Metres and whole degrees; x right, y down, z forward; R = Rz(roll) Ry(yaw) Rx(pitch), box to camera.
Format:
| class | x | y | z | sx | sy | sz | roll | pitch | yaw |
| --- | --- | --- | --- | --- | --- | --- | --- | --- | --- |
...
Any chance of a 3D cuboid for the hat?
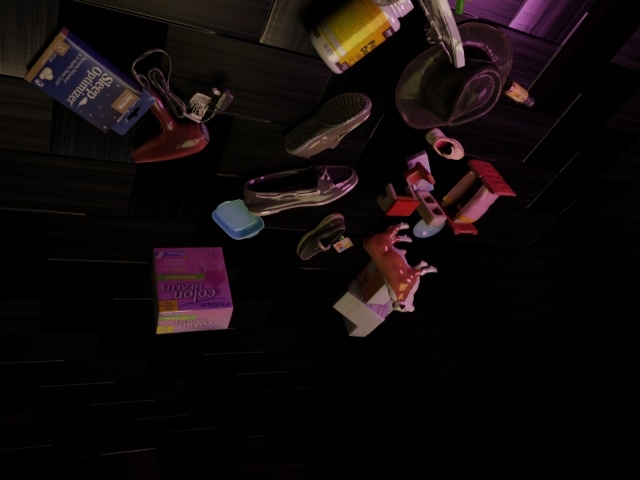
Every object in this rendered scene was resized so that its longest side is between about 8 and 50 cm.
| class | x | y | z | sx | sy | sz | roll | pitch | yaw |
| --- | --- | --- | --- | --- | --- | --- | --- | --- | --- |
| hat | 0.371 | -0.383 | 1.372 | 0.332 | 0.133 | 0.331 | -13 | 144 | -10 |

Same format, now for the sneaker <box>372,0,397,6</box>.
| class | x | y | z | sx | sy | sz | roll | pitch | yaw |
| --- | --- | --- | --- | --- | --- | --- | --- | --- | --- |
| sneaker | 0.162 | -0.577 | 1.036 | 0.083 | 0.118 | 0.222 | 17 | 125 | -36 |

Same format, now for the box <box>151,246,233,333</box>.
| class | x | y | z | sx | sy | sz | roll | pitch | yaw |
| --- | --- | --- | --- | --- | --- | --- | --- | --- | --- |
| box | -0.400 | 0.147 | 1.620 | 0.214 | 0.242 | 0.117 | 0 | 140 | -22 |

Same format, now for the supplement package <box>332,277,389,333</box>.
| class | x | y | z | sx | sy | sz | roll | pitch | yaw |
| --- | --- | --- | --- | --- | --- | --- | --- | --- | --- |
| supplement package | 0.158 | 0.254 | 2.044 | 0.179 | 0.105 | 0.105 | 39 | 123 | -4 |

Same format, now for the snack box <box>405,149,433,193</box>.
| class | x | y | z | sx | sy | sz | roll | pitch | yaw |
| --- | --- | --- | --- | --- | --- | --- | --- | --- | --- |
| snack box | 0.313 | -0.207 | 1.661 | 0.064 | 0.022 | 0.178 | -24 | 143 | 3 |

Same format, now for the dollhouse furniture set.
| class | x | y | z | sx | sy | sz | roll | pitch | yaw |
| --- | --- | --- | --- | --- | --- | --- | --- | --- | --- |
| dollhouse furniture set | 0.390 | -0.134 | 1.637 | 0.374 | 0.152 | 0.201 | -1 | 141 | -36 |

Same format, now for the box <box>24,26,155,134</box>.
| class | x | y | z | sx | sy | sz | roll | pitch | yaw |
| --- | --- | --- | --- | --- | --- | --- | --- | --- | --- |
| box | -0.481 | -0.322 | 1.122 | 0.136 | 0.036 | 0.225 | -37 | 129 | 23 |

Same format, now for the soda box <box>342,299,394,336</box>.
| class | x | y | z | sx | sy | sz | roll | pitch | yaw |
| --- | --- | --- | --- | --- | --- | --- | --- | --- | --- |
| soda box | 0.214 | 0.284 | 2.185 | 0.091 | 0.098 | 0.286 | 10 | 134 | -34 |

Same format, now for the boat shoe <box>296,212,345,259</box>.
| class | x | y | z | sx | sy | sz | roll | pitch | yaw |
| --- | --- | --- | --- | --- | --- | --- | --- | --- | --- |
| boat shoe | 0.001 | 0.000 | 1.747 | 0.080 | 0.073 | 0.223 | 17 | 130 | -38 |

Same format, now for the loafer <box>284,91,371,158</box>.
| class | x | y | z | sx | sy | sz | roll | pitch | yaw |
| --- | --- | --- | --- | --- | --- | --- | --- | --- | --- |
| loafer | 0.024 | -0.297 | 1.379 | 0.251 | 0.094 | 0.087 | -26 | 155 | 18 |

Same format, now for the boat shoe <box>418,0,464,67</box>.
| class | x | y | z | sx | sy | sz | roll | pitch | yaw |
| --- | --- | --- | --- | --- | --- | --- | --- | --- | --- |
| boat shoe | 0.272 | -0.493 | 1.216 | 0.070 | 0.077 | 0.219 | -21 | 122 | 17 |

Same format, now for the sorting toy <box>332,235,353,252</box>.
| class | x | y | z | sx | sy | sz | roll | pitch | yaw |
| --- | --- | --- | --- | --- | --- | --- | --- | --- | --- |
| sorting toy | 0.075 | 0.011 | 1.845 | 0.062 | 0.012 | 0.083 | -26 | 143 | 10 |

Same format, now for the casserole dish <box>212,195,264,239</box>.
| class | x | y | z | sx | sy | sz | roll | pitch | yaw |
| --- | --- | --- | --- | --- | --- | --- | --- | --- | --- |
| casserole dish | -0.247 | -0.072 | 1.580 | 0.114 | 0.036 | 0.188 | -25 | 142 | 9 |

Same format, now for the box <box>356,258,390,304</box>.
| class | x | y | z | sx | sy | sz | roll | pitch | yaw |
| --- | --- | --- | --- | --- | --- | --- | --- | --- | --- |
| box | 0.231 | 0.141 | 1.981 | 0.091 | 0.130 | 0.170 | 8 | 135 | -33 |

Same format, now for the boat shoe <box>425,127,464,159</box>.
| class | x | y | z | sx | sy | sz | roll | pitch | yaw |
| --- | --- | --- | --- | --- | --- | --- | --- | --- | --- |
| boat shoe | 0.376 | -0.273 | 1.574 | 0.170 | 0.059 | 0.063 | 19 | 129 | -40 |

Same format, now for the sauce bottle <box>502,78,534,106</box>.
| class | x | y | z | sx | sy | sz | roll | pitch | yaw |
| --- | --- | --- | --- | --- | --- | --- | --- | --- | --- |
| sauce bottle | 0.561 | -0.414 | 1.492 | 0.128 | 0.042 | 0.042 | 13 | 133 | -38 |

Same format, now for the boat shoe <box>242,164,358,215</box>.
| class | x | y | z | sx | sy | sz | roll | pitch | yaw |
| --- | --- | --- | --- | --- | --- | --- | --- | --- | --- |
| boat shoe | -0.055 | -0.157 | 1.489 | 0.336 | 0.112 | 0.095 | -16 | 140 | -6 |

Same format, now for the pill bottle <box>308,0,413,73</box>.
| class | x | y | z | sx | sy | sz | roll | pitch | yaw |
| --- | --- | --- | --- | --- | --- | --- | --- | --- | --- |
| pill bottle | 0.089 | -0.471 | 1.147 | 0.215 | 0.117 | 0.117 | -33 | 141 | 19 |

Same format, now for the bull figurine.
| class | x | y | z | sx | sy | sz | roll | pitch | yaw |
| --- | --- | --- | --- | --- | --- | --- | --- | --- | --- |
| bull figurine | 0.276 | 0.093 | 1.827 | 0.189 | 0.310 | 0.101 | -30 | 178 | -9 |

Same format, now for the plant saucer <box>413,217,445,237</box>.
| class | x | y | z | sx | sy | sz | roll | pitch | yaw |
| --- | --- | --- | --- | --- | --- | --- | --- | --- | --- |
| plant saucer | 0.384 | -0.057 | 1.886 | 0.120 | 0.021 | 0.119 | -12 | 143 | -9 |

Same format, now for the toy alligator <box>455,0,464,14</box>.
| class | x | y | z | sx | sy | sz | roll | pitch | yaw |
| --- | --- | --- | --- | --- | --- | --- | --- | --- | --- |
| toy alligator | 0.308 | -0.589 | 1.153 | 0.051 | 0.056 | 0.189 | -56 | 148 | -22 |

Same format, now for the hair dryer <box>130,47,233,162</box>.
| class | x | y | z | sx | sy | sz | roll | pitch | yaw |
| --- | --- | --- | --- | --- | --- | --- | --- | --- | --- |
| hair dryer | -0.360 | -0.292 | 1.242 | 0.224 | 0.080 | 0.293 | 25 | 122 | -23 |
